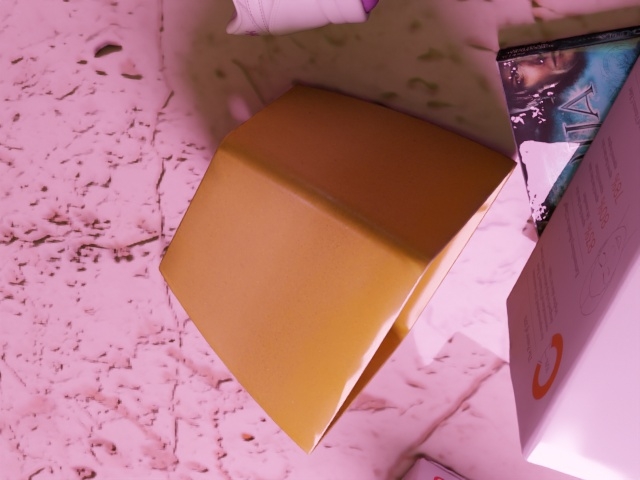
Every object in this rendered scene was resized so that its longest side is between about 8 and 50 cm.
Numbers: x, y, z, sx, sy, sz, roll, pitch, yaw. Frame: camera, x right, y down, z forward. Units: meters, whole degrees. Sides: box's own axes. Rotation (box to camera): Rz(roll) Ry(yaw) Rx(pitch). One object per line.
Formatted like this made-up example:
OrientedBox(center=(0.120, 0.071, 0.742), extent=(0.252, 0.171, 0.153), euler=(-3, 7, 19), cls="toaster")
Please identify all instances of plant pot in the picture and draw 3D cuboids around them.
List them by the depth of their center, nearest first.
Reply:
OrientedBox(center=(0.000, 0.000, 1.212), extent=(0.187, 0.212, 0.212), euler=(34, 124, 7), cls="plant pot")

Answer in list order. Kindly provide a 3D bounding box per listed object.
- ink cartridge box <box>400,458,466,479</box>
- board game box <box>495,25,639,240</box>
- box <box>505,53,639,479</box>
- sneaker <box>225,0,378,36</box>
OrientedBox(center=(0.116, 0.319, 1.360), extent=(0.154, 0.212, 0.093), euler=(31, 126, -6), cls="ink cartridge box")
OrientedBox(center=(0.219, -0.073, 1.206), extent=(0.126, 0.026, 0.186), euler=(-8, 118, 19), cls="board game box")
OrientedBox(center=(0.282, -0.007, 1.089), extent=(0.168, 0.215, 0.345), euler=(20, 119, -8), cls="box")
OrientedBox(center=(-0.067, -0.280, 1.103), extent=(0.152, 0.114, 0.305), euler=(-13, 116, 20), cls="sneaker")
